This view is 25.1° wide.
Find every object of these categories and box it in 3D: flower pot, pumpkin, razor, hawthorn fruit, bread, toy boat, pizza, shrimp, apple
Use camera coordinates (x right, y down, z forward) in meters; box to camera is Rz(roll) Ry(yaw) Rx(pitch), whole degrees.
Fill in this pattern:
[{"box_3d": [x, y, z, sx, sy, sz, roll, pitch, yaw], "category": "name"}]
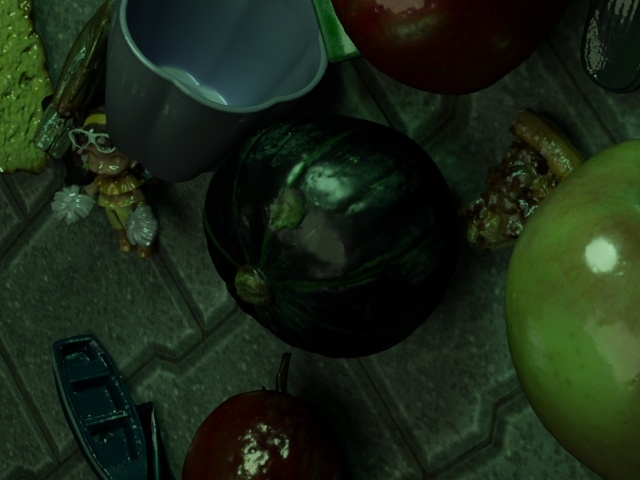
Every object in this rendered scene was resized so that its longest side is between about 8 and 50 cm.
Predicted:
[{"box_3d": [-0.149, -0.210, 1.764, 0.265, 0.265, 0.243, 58, 149, 13], "category": "flower pot"}, {"box_3d": [0.000, 0.000, 1.663, 0.315, 0.238, 0.315, 29, 140, 27], "category": "pumpkin"}, {"box_3d": [-0.352, -0.152, 2.104, 0.090, 0.054, 0.148, -19, 89, 47], "category": "razor"}, {"box_3d": [0.106, -0.284, 1.435, 0.254, 0.300, 0.254, -12, 69, 33], "category": "hawthorn fruit"}, {"box_3d": [-0.523, -0.252, 2.137, 0.179, 0.194, 0.340, 3, 110, 42], "category": "bread"}, {"box_3d": [-0.330, 0.281, 2.184, 0.299, 0.096, 0.062, 63, 144, 26], "category": "toy boat"}, {"box_3d": [0.213, -0.043, 1.578, 0.154, 0.069, 0.194, 55, 132, 15], "category": "pizza"}, {"box_3d": [-0.326, -0.225, 1.978, 0.253, 0.058, 0.173, -65, 14, 7], "category": "shrimp"}, {"box_3d": [-0.070, 0.278, 1.872, 0.210, 0.230, 0.266, -6, 77, 35], "category": "hawthorn fruit"}, {"box_3d": [0.325, 0.080, 1.348, 0.319, 0.319, 0.277, 41, 142, 27], "category": "apple"}]

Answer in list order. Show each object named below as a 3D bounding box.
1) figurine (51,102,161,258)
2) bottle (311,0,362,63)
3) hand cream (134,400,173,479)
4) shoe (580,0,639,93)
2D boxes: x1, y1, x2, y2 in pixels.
[{"box_3d": [-0.281, -0.078, 2.017, 0.174, 0.116, 0.240, 13, 121, 25], "category": "figurine"}, {"box_3d": [0.011, -0.372, 1.647, 0.093, 0.093, 0.330, -10, 97, 46], "category": "bottle"}, {"box_3d": [-0.256, 0.384, 2.206, 0.120, 0.061, 0.270, -18, 83, 50], "category": "hand cream"}, {"box_3d": [0.297, -0.254, 1.409, 0.108, 0.093, 0.241, 30, 125, 36], "category": "shoe"}]
